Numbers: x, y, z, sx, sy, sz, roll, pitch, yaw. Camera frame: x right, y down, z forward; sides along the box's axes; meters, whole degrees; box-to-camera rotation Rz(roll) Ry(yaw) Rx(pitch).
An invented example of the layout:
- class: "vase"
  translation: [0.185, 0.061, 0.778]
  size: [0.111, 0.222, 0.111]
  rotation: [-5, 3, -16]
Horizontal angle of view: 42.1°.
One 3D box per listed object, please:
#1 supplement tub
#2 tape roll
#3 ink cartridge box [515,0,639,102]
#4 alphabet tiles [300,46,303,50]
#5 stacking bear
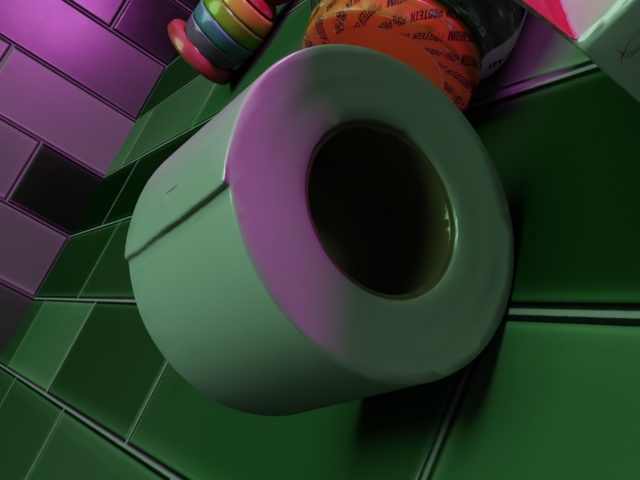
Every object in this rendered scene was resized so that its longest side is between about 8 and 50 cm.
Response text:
- class: "supplement tub"
  translation: [0.118, -0.293, 0.813]
  size: [0.207, 0.207, 0.337]
  rotation: [-18, 45, 58]
- class: "tape roll"
  translation: [0.000, 0.000, 0.626]
  size: [0.169, 0.246, 0.246]
  rotation: [-28, 36, 52]
- class: "ink cartridge box"
  translation: [0.159, -0.207, 0.537]
  size: [0.066, 0.261, 0.296]
  rotation: [-45, 26, 32]
- class: "alphabet tiles"
  translation: [-0.006, -0.283, 1.324]
  size: [0.198, 0.009, 0.237]
  rotation: [-61, 22, -6]
- class: "stacking bear"
  translation: [-0.161, -0.478, 1.726]
  size: [0.289, 0.175, 0.164]
  rotation: [-42, 24, 17]
